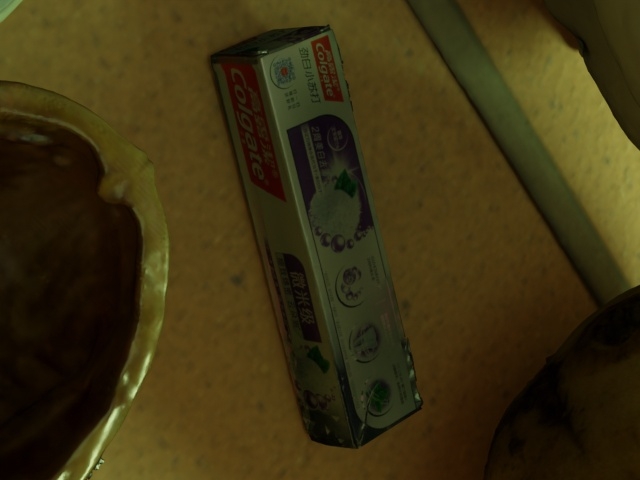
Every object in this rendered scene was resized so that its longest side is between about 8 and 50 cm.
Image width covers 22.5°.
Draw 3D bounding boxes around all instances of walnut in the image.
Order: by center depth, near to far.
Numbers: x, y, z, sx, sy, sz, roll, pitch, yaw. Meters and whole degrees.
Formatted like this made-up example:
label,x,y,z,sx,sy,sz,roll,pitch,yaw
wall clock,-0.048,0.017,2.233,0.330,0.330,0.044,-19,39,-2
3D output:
label,x,y,z,sx,sy,sz,roll,pitch,yaw
walnut,-0.156,0.034,0.607,0.211,0.087,0.167,-41,112,-27

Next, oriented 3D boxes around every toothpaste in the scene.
label,x,y,z,sx,sy,sz,roll,pitch,yaw
toothpaste,0.000,0.000,0.747,0.047,0.040,0.196,-27,112,-35

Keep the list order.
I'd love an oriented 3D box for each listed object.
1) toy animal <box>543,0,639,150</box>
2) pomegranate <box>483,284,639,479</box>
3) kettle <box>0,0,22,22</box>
label,x,y,z,sx,sy,sz,roll,pitch,yaw
toy animal,0.196,-0.162,0.767,0.272,0.206,0.265,-3,95,-38
pomegranate,0.209,0.127,0.797,0.260,0.260,0.260,-6,100,-36
kettle,-0.106,-0.209,0.558,0.243,0.160,0.210,-58,153,-24
